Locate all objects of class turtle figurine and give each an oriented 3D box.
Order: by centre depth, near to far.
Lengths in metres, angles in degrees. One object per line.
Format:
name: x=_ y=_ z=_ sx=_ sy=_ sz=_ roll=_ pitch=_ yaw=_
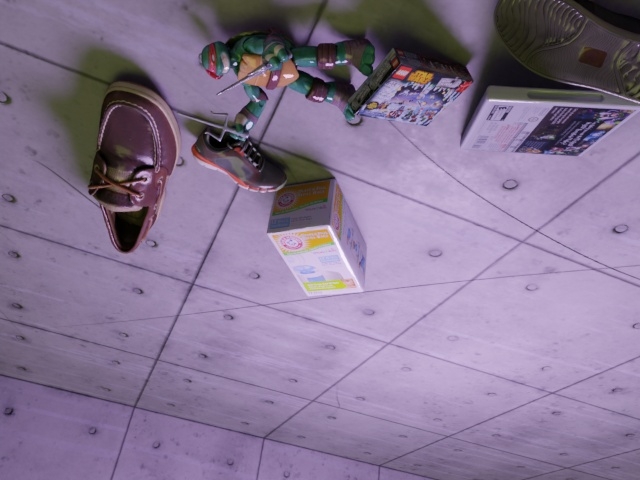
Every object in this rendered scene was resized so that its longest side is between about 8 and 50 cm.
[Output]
turtle figurine: x=-0.060 y=-0.208 z=0.697 sx=0.235 sy=0.118 sz=0.175 roll=-2 pitch=165 yaw=-15

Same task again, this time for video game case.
video game case: x=0.283 y=-0.149 z=0.719 sx=0.173 sy=0.022 sz=0.190 roll=5 pitch=172 yaw=5

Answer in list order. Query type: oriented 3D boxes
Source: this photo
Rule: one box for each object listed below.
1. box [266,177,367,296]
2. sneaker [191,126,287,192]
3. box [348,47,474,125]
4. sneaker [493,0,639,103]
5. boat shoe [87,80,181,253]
box: x=0.000 y=0.000 z=0.979 sx=0.114 sy=0.103 sz=0.203 roll=-6 pitch=142 yaw=18
sneaker: x=-0.120 y=-0.127 z=0.870 sx=0.158 sy=0.061 sz=0.065 roll=20 pitch=136 yaw=-16
box: x=0.115 y=-0.190 z=0.707 sx=0.137 sy=0.027 sz=0.094 roll=-2 pitch=152 yaw=-38
sneaker: x=0.311 y=-0.227 z=0.637 sx=0.222 sy=0.118 sz=0.083 roll=32 pitch=132 yaw=15
boat shoe: x=-0.304 y=-0.096 z=0.891 sx=0.124 sy=0.123 sz=0.342 roll=17 pitch=143 yaw=-11
